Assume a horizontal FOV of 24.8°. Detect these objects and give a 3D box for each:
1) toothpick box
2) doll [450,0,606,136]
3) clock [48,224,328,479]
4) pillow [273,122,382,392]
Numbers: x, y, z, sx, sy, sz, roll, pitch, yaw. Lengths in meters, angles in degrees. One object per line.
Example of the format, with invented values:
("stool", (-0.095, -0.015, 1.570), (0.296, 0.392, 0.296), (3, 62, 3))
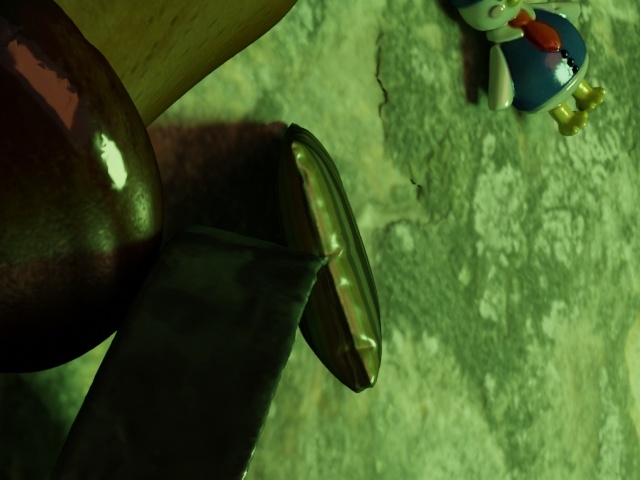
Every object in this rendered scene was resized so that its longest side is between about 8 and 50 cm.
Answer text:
("toothpick box", (-0.111, -0.084, 0.574), (0.192, 0.192, 0.294), (54, 44, -24))
("doll", (0.125, -0.130, 0.917), (0.143, 0.057, 0.099), (49, 66, -21))
("clock", (-0.071, 0.125, 0.530), (0.055, 0.280, 0.281), (21, 61, 0))
("pillow", (0.000, 0.000, 0.700), (0.203, 0.038, 0.113), (-96, 170, -84))
